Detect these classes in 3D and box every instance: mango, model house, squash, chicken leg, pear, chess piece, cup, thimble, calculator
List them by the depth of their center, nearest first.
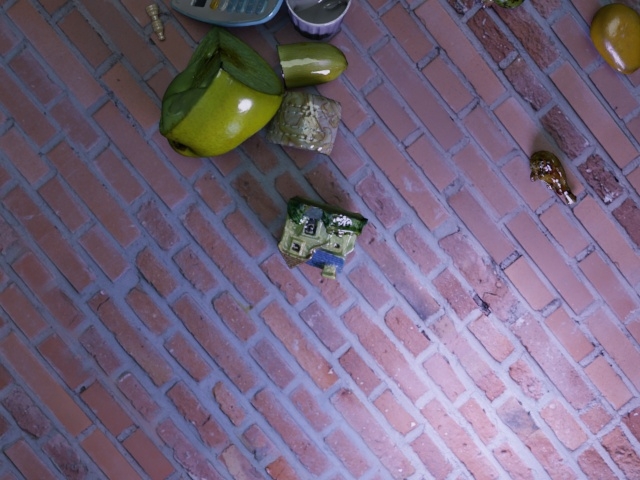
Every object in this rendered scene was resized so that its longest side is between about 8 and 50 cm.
[{"bbox_3d":[-0.208,-0.656,1.679,0.386,0.054,0.256,19,86,37],"label":"calculator"},{"bbox_3d":[-0.265,-0.333,1.690,0.238,0.342,0.318,33,114,-28],"label":"pear"},{"bbox_3d":[-0.017,-0.635,1.713,0.166,0.202,0.221,-19,93,-1],"label":"cup"},{"bbox_3d":[0.000,0.000,1.764,0.214,0.195,0.189,17,100,0],"label":"model house"},{"bbox_3d":[-0.020,-0.465,1.766,0.186,0.123,0.123,-5,93,-1],"label":"squash"},{"bbox_3d":[-0.046,-0.311,1.767,0.190,0.137,0.144,12,95,12],"label":"thimble"},{"bbox_3d":[-0.437,-0.581,1.789,0.035,0.035,0.092,-18,97,-1],"label":"chess piece"},{"bbox_3d":[0.803,-0.541,1.800,0.137,0.098,0.195,-21,101,-3],"label":"mango"},{"bbox_3d":[0.636,-0.166,1.835,0.093,0.070,0.178,-42,103,7],"label":"chicken leg"}]

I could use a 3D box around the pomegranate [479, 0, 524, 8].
[{"bbox_3d":[0.483,-0.669,1.783,0.161,0.122,0.122,-23,95,37],"label":"pomegranate"}]
